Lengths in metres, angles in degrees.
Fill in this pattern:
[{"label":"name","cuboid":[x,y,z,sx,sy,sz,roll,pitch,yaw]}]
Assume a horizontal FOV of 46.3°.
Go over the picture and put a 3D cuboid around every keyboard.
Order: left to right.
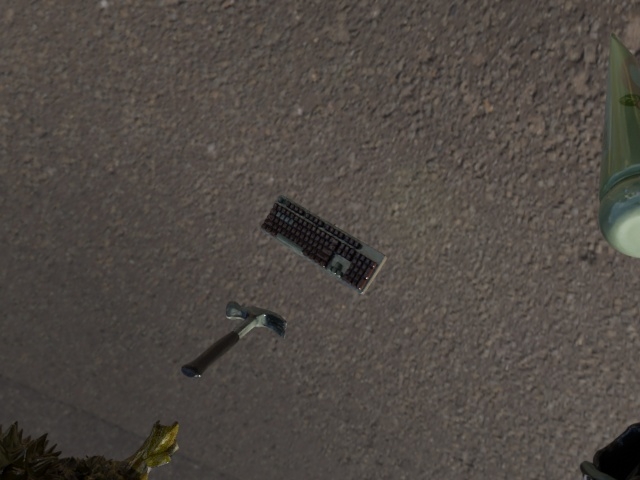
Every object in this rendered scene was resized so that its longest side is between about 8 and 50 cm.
[{"label":"keyboard","cuboid":[0.000,0.000,0.868,0.166,0.055,0.017,31,175,32]}]

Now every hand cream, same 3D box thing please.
[{"label":"hand cream","cuboid":[0.364,-0.107,0.840,0.147,0.306,0.093,40,133,-19]}]

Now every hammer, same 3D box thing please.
[{"label":"hammer","cuboid":[-0.121,0.140,1.033,0.103,0.246,0.029,12,105,12]}]

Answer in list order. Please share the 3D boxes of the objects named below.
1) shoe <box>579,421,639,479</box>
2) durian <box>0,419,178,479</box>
[{"label":"shoe","cuboid":[0.238,0.210,0.606,0.071,0.169,0.099,19,151,54]},{"label":"durian","cuboid":[-0.146,0.143,0.319,0.146,0.208,0.102,46,157,32]}]
